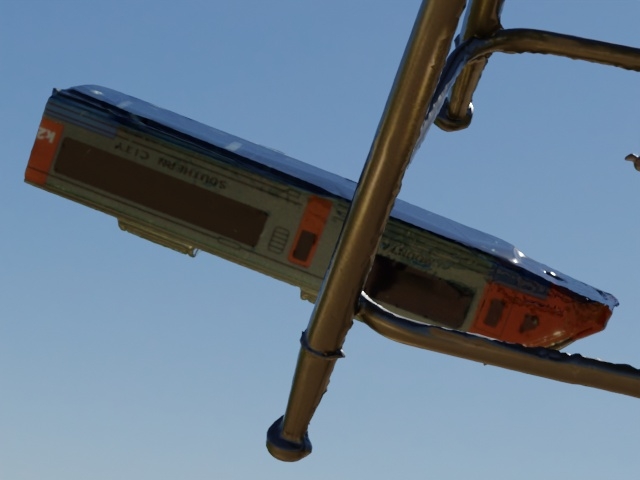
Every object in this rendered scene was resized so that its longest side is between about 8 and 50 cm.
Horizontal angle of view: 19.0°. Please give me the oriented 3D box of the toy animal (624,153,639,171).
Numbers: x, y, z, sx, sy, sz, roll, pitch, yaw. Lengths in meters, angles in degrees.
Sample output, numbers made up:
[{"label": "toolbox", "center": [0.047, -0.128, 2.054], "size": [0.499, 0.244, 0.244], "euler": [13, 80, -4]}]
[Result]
[{"label": "toy animal", "center": [0.338, -0.075, 1.460], "size": [0.075, 0.041, 0.217], "euler": [6, -10, -42]}]

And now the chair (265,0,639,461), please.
[{"label": "chair", "center": [0.193, -0.100, 1.055], "size": [0.362, 0.364, 0.410], "euler": [13, -48, 15]}]

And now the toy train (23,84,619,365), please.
[{"label": "toy train", "center": [0.000, 0.000, 1.313], "size": [0.409, 0.089, 0.086], "euler": [22, 7, 4]}]
